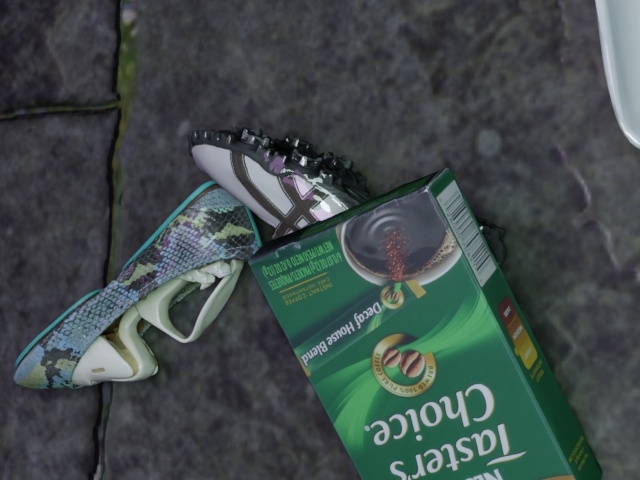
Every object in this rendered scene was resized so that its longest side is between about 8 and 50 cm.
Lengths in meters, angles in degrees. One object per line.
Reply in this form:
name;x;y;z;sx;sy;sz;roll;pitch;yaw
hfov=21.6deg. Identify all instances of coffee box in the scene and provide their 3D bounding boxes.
coffee box;0.055;0.067;0.857;0.113;0.040;0.184;-22;100;25

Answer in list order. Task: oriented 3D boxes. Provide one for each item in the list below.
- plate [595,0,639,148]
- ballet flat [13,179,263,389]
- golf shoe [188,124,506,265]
plate;0.239;-0.180;0.753;0.278;0.045;0.277;-7;79;-8
ballet flat;-0.106;0.045;0.988;0.188;0.070;0.070;-43;65;21
golf shoe;0.000;0.000;0.917;0.198;0.077;0.094;26;104;26
